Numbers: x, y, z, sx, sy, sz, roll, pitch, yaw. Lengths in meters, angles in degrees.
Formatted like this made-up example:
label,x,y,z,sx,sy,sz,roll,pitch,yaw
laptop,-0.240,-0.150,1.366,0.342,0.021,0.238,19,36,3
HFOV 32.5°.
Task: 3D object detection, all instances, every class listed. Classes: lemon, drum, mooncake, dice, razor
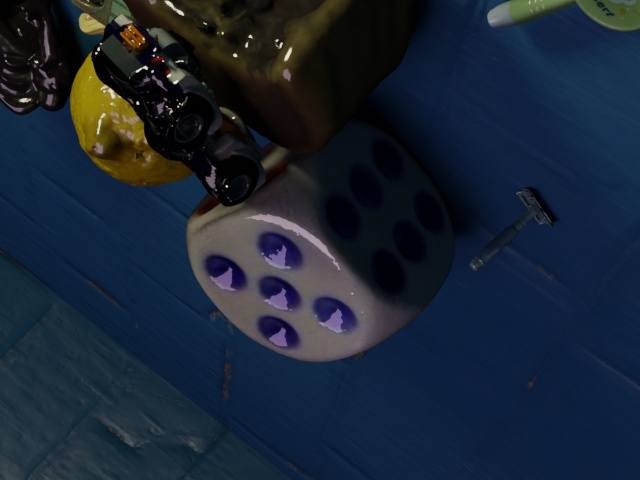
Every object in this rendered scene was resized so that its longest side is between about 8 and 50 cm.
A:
label,x,y,z,sx,sy,sz,roll,pitch,yaw
lemon,-0.252,-0.210,1.679,0.245,0.320,0.245,14,128,18
drum,0.295,-0.261,1.221,0.130,0.049,0.253,45,154,-6
mooncake,-0.081,-0.318,1.422,0.394,0.246,0.393,47,163,-13
dice,0.000,0.000,1.709,0.304,0.277,0.304,-21,113,46
razor,0.264,-0.005,1.559,0.068,0.135,0.040,51,168,-18

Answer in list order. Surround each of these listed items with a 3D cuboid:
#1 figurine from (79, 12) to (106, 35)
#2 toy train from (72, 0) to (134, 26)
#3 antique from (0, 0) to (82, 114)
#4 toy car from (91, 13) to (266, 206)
label,x,y,z,sx,sy,sz,roll,pitch,yaw
figurine,-0.328,-0.371,1.894,0.187,0.083,0.083,20,148,20
toy train,-0.294,-0.441,1.674,0.159,0.129,0.326,35,153,0
antique,-0.584,-0.385,2.104,0.322,0.185,0.255,19,139,40
toy car,-0.175,-0.167,1.410,0.193,0.118,0.301,45,173,33
